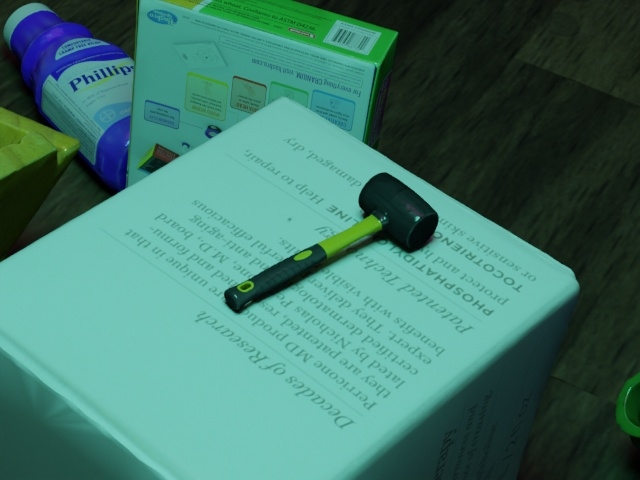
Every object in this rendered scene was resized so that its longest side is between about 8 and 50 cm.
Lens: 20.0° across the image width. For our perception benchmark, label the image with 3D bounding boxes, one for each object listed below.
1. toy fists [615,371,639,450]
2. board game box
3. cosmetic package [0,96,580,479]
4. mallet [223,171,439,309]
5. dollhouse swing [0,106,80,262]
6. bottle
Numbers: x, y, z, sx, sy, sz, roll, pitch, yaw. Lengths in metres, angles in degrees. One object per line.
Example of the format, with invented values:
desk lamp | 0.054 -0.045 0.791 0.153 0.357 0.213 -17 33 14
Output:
toy fists | 0.398 0.191 1.619 0.279 0.142 0.096 -1 58 46
board game box | -0.068 -0.091 1.774 0.242 0.316 0.064 18 40 10
cosmetic package | -0.056 0.154 1.477 0.327 0.329 0.393 34 46 24
mallet | 0.000 0.000 1.389 0.189 0.039 0.062 -21 51 -27
dollhouse swing | -0.471 -0.046 1.625 0.305 0.315 0.347 44 32 6
bottle | -0.252 -0.164 1.999 0.118 0.092 0.283 -19 47 -32
